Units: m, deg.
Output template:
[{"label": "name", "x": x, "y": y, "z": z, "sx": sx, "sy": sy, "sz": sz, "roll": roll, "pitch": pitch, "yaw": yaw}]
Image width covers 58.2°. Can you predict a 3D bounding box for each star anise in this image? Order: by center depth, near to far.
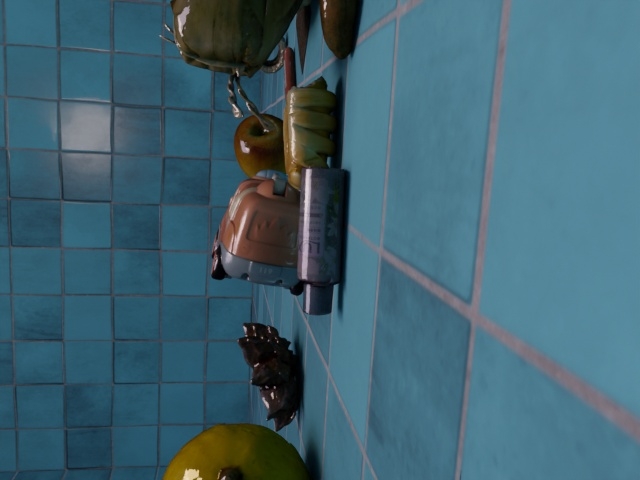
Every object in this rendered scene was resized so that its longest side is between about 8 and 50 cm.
[{"label": "star anise", "x": -0.098, "y": 0.283, "z": 1.264, "sx": 0.223, "sy": 0.108, "sz": 0.236, "roll": 64, "pitch": -176, "yaw": -58}]

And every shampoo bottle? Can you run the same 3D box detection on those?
[{"label": "shampoo bottle", "x": 0.000, "y": 0.000, "z": 0.841, "sx": 0.072, "sy": 0.072, "sz": 0.214, "roll": -152, "pitch": 64, "yaw": -79}]

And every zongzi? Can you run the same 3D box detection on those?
[{"label": "zongzi", "x": -0.091, "y": -0.466, "z": 0.764, "sx": 0.467, "sy": 0.218, "sz": 0.500, "roll": 111, "pitch": 175, "yaw": -68}]

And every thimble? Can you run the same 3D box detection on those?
[{"label": "thimble", "x": -0.154, "y": -0.578, "z": 1.759, "sx": 0.115, "sy": 0.102, "sz": 0.090, "roll": -51, "pitch": 26, "yaw": 23}]

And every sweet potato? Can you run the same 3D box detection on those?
[{"label": "sweet potato", "x": 0.027, "y": -0.384, "z": 0.765, "sx": 0.075, "sy": 0.075, "sz": 0.274, "roll": -117, "pitch": 26, "yaw": -71}]

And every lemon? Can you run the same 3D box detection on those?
[{"label": "lemon", "x": -0.148, "y": 0.471, "z": 1.022, "sx": 0.297, "sy": 0.296, "sz": 0.297, "roll": -178, "pitch": 90, "yaw": -80}]

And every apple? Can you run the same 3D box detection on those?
[{"label": "apple", "x": -0.142, "y": -0.224, "z": 1.436, "sx": 0.163, "sy": 0.146, "sz": 0.147, "roll": 45, "pitch": 160, "yaw": 23}]

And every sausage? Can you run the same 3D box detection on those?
[{"label": "sausage", "x": -0.080, "y": -0.426, "z": 1.498, "sx": 0.029, "sy": 0.029, "sz": 0.223, "roll": 108, "pitch": 161, "yaw": -58}]

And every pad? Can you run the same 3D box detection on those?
[{"label": "pad", "x": -0.043, "y": -0.530, "z": 1.375, "sx": 0.158, "sy": 0.003, "sz": 0.235, "roll": 103, "pitch": 166, "yaw": -49}]

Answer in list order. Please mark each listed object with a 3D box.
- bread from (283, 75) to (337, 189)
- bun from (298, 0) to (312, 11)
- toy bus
[{"label": "bread", "x": -0.018, "y": -0.169, "z": 0.920, "sx": 0.119, "sy": 0.084, "sz": 0.177, "roll": -173, "pitch": 84, "yaw": -79}, {"label": "bun", "x": -0.082, "y": -0.556, "z": 1.204, "sx": 0.287, "sy": 0.146, "sz": 0.288, "roll": -165, "pitch": 90, "yaw": -73}, {"label": "toy bus", "x": -0.118, "y": -0.028, "z": 1.210, "sx": 0.288, "sy": 0.194, "sz": 0.232, "roll": -115, "pitch": 36, "yaw": -70}]
